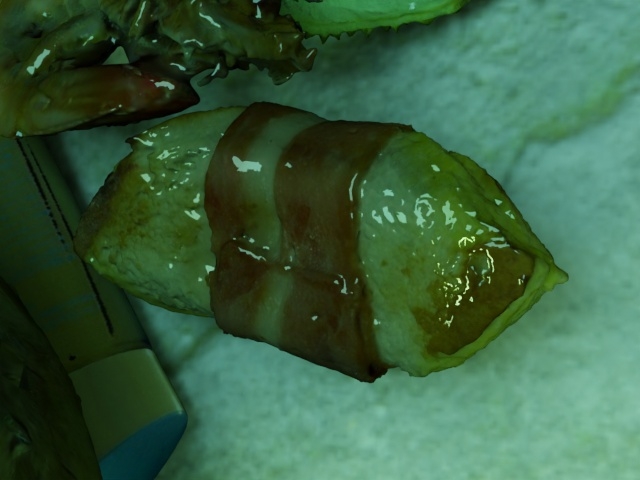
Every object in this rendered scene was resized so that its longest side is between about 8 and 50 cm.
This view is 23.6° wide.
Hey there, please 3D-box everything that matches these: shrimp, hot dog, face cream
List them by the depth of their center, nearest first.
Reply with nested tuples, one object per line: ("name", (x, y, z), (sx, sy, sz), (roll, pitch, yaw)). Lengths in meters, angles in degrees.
("hot dog", (0.004, -0.004, 0.731), (0.261, 0.093, 0.123), (16, 110, 30))
("shrimp", (-0.101, -0.100, 0.774), (0.152, 0.063, 0.287), (-46, 33, -10))
("face cream", (-0.179, 0.040, 0.827), (0.139, 0.067, 0.285), (-31, 64, -1))

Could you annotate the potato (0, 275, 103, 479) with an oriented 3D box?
("potato", (-0.207, 0.092, 0.673), (0.173, 0.210, 0.307), (-43, 69, 20))

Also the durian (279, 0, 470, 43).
("durian", (0.062, -0.171, 0.730), (0.215, 0.100, 0.086), (-47, 66, 27))

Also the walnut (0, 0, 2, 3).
("walnut", (-0.255, -0.225, 0.898), (0.238, 0.141, 0.204), (-38, 68, 19))
